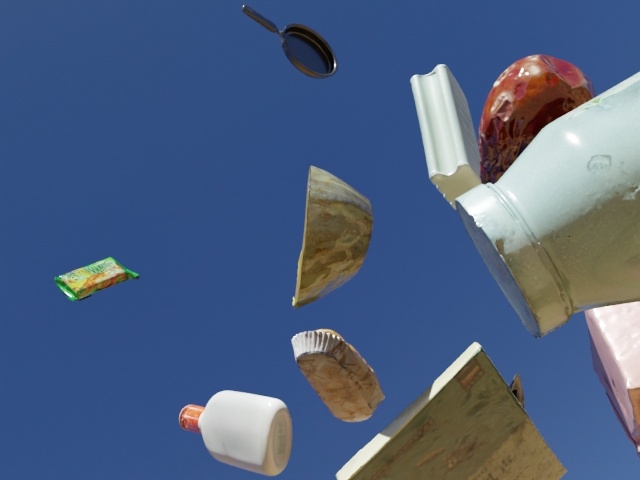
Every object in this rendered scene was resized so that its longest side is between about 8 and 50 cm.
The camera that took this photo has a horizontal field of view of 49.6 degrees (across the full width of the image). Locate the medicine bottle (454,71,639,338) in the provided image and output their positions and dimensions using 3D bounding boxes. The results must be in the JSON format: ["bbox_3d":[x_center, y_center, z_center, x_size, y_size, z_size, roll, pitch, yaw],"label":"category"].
[{"bbox_3d":[0.331,-0.036,0.815,0.290,0.245,0.245,-29,-52,4],"label":"medicine bottle"}]

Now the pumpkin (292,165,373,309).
[{"bbox_3d":[0.017,-0.002,1.039,0.110,0.217,0.217,3,-62,-7],"label":"pumpkin"}]

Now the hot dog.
[{"bbox_3d":[0.033,0.253,1.295,0.131,0.069,0.253,-16,-51,21],"label":"hot dog"}]

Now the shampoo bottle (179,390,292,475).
[{"bbox_3d":[-0.132,0.279,1.034,0.051,0.221,0.108,5,-96,-46],"label":"shampoo bottle"}]

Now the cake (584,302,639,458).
[{"bbox_3d":[0.664,0.206,1.236,0.306,0.293,0.314,-16,-53,13],"label":"cake"}]

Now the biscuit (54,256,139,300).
[{"bbox_3d":[-0.252,0.042,0.773,0.089,0.046,0.016,-26,-40,-48],"label":"biscuit"}]

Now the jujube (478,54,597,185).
[{"bbox_3d":[0.319,-0.165,1.065,0.168,0.168,0.236,-8,-41,-22],"label":"jujube"}]

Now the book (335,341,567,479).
[{"bbox_3d":[0.208,0.341,1.010,0.264,0.031,0.379,-44,-54,-6],"label":"book"}]

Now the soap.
[{"bbox_3d":[0.276,-0.219,1.474,0.087,0.265,0.160,-19,-32,23],"label":"soap"}]

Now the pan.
[{"bbox_3d":[-0.062,-0.398,1.374,0.235,0.136,0.028,23,-43,-32],"label":"pan"}]

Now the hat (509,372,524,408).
[{"bbox_3d":[0.359,0.313,1.352,0.121,0.050,0.121,-17,-68,-47],"label":"hat"}]
